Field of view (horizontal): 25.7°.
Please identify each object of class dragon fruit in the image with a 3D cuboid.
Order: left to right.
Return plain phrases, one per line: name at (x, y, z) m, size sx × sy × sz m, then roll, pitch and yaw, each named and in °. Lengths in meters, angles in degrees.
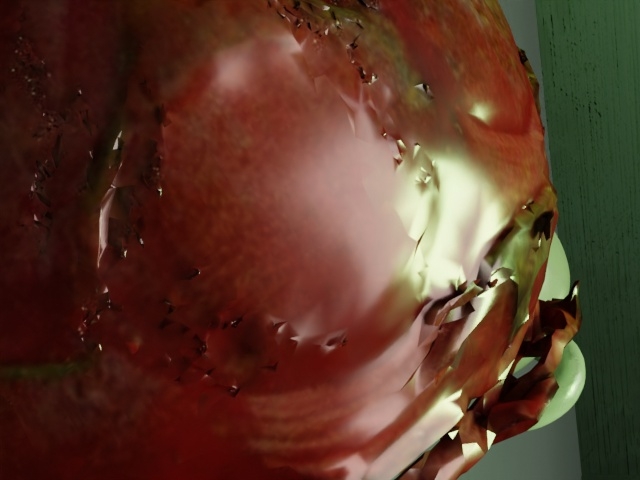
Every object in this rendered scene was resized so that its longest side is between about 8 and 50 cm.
dragon fruit at (-0.065, -0.021, 0.495) m, size 0.301 × 0.295 × 0.295 m, roll 62°, pitch 11°, yaw 12°

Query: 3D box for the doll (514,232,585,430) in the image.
doll at (0.119, -0.008, 1.323) m, size 0.215 × 0.226 × 0.370 m, roll -48°, pitch 133°, yaw -23°
